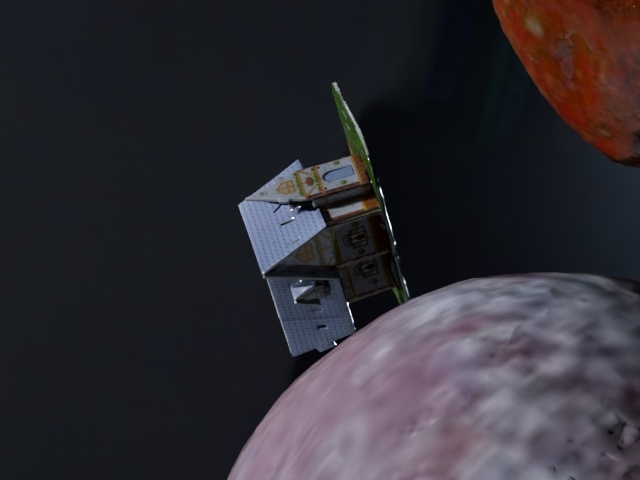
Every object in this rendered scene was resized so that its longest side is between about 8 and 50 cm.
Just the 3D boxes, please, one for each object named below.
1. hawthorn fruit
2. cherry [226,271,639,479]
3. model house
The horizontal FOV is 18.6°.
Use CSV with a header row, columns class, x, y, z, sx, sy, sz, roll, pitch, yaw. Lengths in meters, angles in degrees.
class,x,y,z,sx,sy,sz,roll,pitch,yaw
hawthorn fruit,0.230,-0.174,1.265,0.258,0.262,0.258,-6,18,2
cherry,0.075,0.124,0.549,0.236,0.213,0.285,34,13,-33
model house,0.000,0.000,1.277,0.088,0.167,0.117,-19,37,-3
